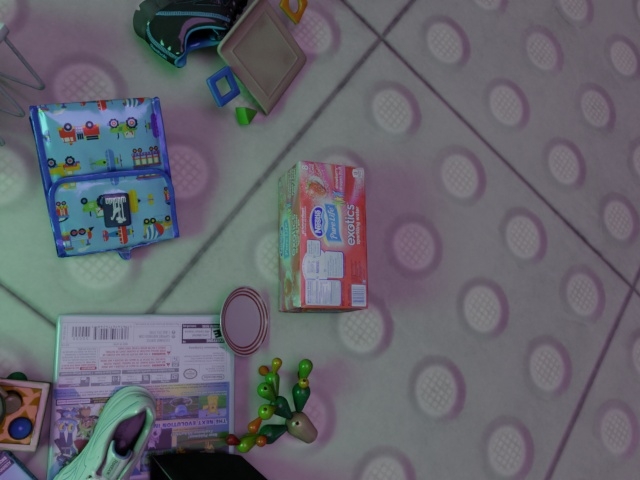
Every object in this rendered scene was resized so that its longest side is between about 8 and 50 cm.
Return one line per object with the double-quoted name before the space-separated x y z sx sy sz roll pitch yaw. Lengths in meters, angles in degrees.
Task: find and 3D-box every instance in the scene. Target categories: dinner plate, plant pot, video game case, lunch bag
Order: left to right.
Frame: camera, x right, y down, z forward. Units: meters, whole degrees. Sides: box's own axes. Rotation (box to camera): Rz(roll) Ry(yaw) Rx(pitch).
"lunch bag" -0.401 -0.106 1.084 0.220 0.138 0.293 -12 97 -26
"video game case" -0.322 0.288 1.073 0.328 0.036 0.300 3 79 -23
"plant pot" -0.186 0.479 1.003 0.167 0.188 0.188 -3 100 -38
"dinner plate" -0.154 0.161 1.152 0.141 0.017 0.141 15 70 -51

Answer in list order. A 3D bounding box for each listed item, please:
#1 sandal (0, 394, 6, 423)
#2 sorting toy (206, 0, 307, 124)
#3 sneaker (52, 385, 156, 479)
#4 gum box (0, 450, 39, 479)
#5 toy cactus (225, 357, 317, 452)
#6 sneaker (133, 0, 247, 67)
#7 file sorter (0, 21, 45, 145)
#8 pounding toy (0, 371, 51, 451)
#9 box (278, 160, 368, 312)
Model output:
"sandal" -0.615 0.216 0.835 0.302 0.086 0.120 26 61 -2
"sorting toy" -0.129 -0.407 1.258 0.348 0.047 0.196 -58 134 -21
"sneaker" -0.365 0.383 0.944 0.111 0.129 0.297 29 71 -18
"gum box" -0.523 0.469 0.947 0.157 0.041 0.184 -43 97 -24
"toy cactus" -0.077 0.344 1.144 0.180 0.112 0.219 51 59 -28
"sneaker" -0.216 -0.485 1.213 0.341 0.125 0.140 -39 80 -15
"file sorter" -0.628 -0.221 0.943 0.192 0.173 0.278 21 70 12
"pounding toy" -0.526 0.270 0.952 0.130 0.100 0.141 12 75 -21
"box" 0.000 0.000 1.207 0.154 0.142 0.300 3 78 -23
